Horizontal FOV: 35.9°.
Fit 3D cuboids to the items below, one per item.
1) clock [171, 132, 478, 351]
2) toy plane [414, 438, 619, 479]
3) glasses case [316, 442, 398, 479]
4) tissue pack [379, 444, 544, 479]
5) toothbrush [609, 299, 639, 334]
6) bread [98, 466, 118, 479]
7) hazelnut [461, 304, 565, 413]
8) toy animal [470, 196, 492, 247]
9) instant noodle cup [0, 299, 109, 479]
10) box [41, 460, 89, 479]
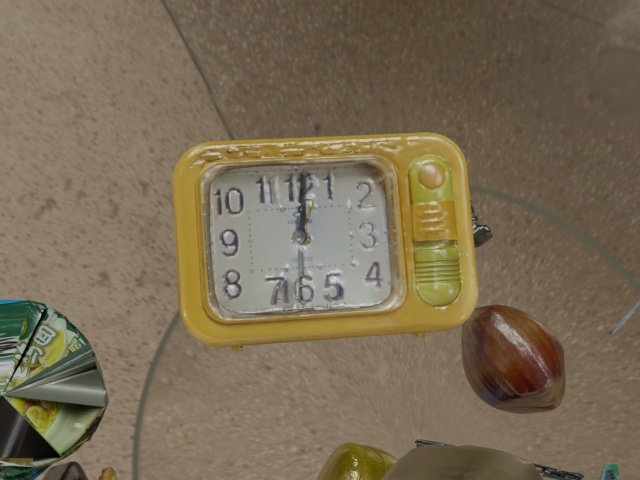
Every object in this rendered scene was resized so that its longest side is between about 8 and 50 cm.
[{"bbox_3d":[0.000,0.000,0.692,0.202,0.096,0.143,-4,89,-8],"label":"clock"},{"bbox_3d":[0.348,0.441,1.723,0.382,0.106,0.155,6,55,0],"label":"toy plane"},{"bbox_3d":[0.027,0.543,1.737,0.141,0.173,0.371,21,90,-33],"label":"glasses case"},{"bbox_3d":[0.208,0.498,1.368,0.267,0.277,0.387,-7,118,33],"label":"tissue pack"},{"bbox_3d":[0.621,0.115,1.892,0.019,0.013,0.193,45,115,12],"label":"toothbrush"},{"bbox_3d":[-0.229,0.292,1.040,0.024,0.110,0.110,10,78,-7],"label":"bread"},{"bbox_3d":[0.339,0.204,1.736,0.181,0.212,0.180,1,67,1],"label":"hazelnut"},{"bbox_3d":[0.066,-0.025,1.089,0.245,0.114,0.146,1,58,11],"label":"toy animal"},{"bbox_3d":[-0.410,0.215,1.259,0.240,0.178,0.240,20,48,-23],"label":"instant noodle cup"},{"bbox_3d":[-0.349,0.495,1.396,0.073,0.289,0.290,-16,105,9],"label":"box"}]
